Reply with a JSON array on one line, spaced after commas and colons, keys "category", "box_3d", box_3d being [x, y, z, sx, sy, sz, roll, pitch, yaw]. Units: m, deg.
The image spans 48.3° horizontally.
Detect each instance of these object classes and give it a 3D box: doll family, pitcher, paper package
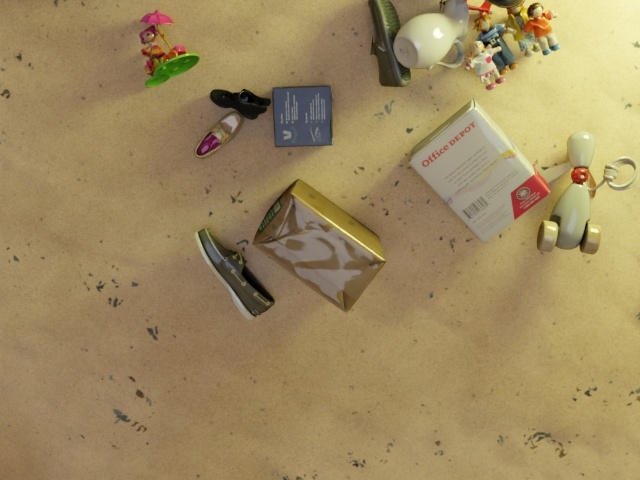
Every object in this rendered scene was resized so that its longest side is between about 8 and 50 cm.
[{"category": "doll family", "box_3d": [0.475, -0.522, 1.838, 0.263, 0.118, 0.163, -31, 119, 10]}, {"category": "pitcher", "box_3d": [0.290, -0.494, 1.810, 0.207, 0.125, 0.178, -36, 125, -27]}, {"category": "paper package", "box_3d": [0.000, 0.000, 1.857, 0.309, 0.325, 0.168, 36, 101, -7]}]

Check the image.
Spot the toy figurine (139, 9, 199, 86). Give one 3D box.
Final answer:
[{"category": "toy figurine", "box_3d": [-0.422, -0.512, 1.863, 0.173, 0.130, 0.159, -26, 89, 31]}]

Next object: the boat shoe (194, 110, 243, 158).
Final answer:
[{"category": "boat shoe", "box_3d": [-0.275, -0.281, 1.926, 0.063, 0.059, 0.170, 44, 100, -9]}]

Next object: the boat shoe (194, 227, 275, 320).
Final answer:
[{"category": "boat shoe", "box_3d": [-0.241, 0.082, 1.993, 0.091, 0.109, 0.305, -31, 107, 7]}]

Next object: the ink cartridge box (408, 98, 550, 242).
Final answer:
[{"category": "ink cartridge box", "box_3d": [0.418, -0.184, 1.887, 0.226, 0.131, 0.306, -39, 100, 23]}]

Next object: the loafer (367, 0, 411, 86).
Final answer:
[{"category": "loafer", "box_3d": [0.159, -0.512, 1.844, 0.087, 0.094, 0.251, -12, 92, 35]}]

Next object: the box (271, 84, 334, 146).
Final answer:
[{"category": "box", "box_3d": [-0.046, -0.331, 1.894, 0.158, 0.093, 0.156, -2, 103, 0]}]

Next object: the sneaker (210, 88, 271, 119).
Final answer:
[{"category": "sneaker", "box_3d": [-0.212, -0.372, 1.876, 0.170, 0.089, 0.051, 27, 67, 3]}]

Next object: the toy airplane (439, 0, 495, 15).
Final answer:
[{"category": "toy airplane", "box_3d": [0.382, -0.604, 1.855, 0.151, 0.028, 0.151, 0, 105, 1]}]

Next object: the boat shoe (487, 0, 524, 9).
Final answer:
[{"category": "boat shoe", "box_3d": [0.379, -0.674, 1.776, 0.324, 0.120, 0.123, 47, 109, 18]}]

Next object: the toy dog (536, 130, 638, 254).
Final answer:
[{"category": "toy dog", "box_3d": [0.681, -0.109, 1.933, 0.220, 0.161, 0.334, 29, 89, 2]}]
